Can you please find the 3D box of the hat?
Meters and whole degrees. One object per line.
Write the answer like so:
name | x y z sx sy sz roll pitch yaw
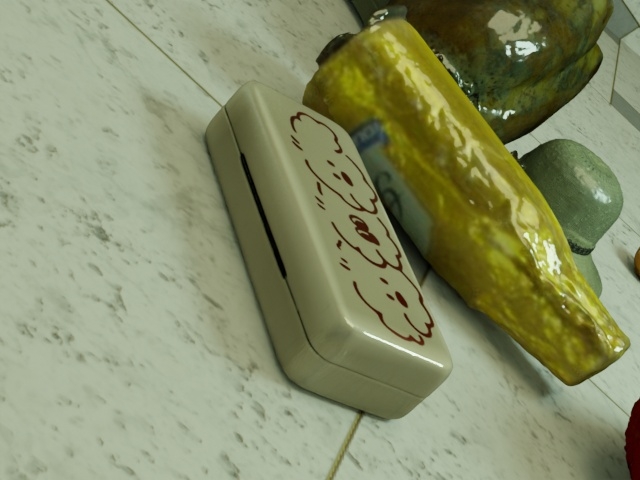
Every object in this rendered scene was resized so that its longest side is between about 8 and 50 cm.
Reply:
hat | 0.317 -0.057 1.677 0.257 0.130 0.257 35 24 -18

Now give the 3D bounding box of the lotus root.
lotus root | 0.207 -0.245 1.651 0.250 0.250 0.346 47 45 8

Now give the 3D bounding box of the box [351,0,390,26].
box | 0.131 -0.384 1.897 0.149 0.155 0.231 26 28 -41

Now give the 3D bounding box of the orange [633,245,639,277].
orange | 0.502 0.033 1.896 0.083 0.070 0.083 30 27 -18

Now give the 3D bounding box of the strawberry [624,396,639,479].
strawberry | 0.461 0.223 1.282 0.310 0.292 0.291 43 18 -44

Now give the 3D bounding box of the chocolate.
chocolate | 0.162 -0.041 1.371 0.445 0.162 0.162 52 25 14

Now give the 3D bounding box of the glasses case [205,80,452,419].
glasses case | 0.000 0.000 1.145 0.144 0.076 0.336 24 31 -38
